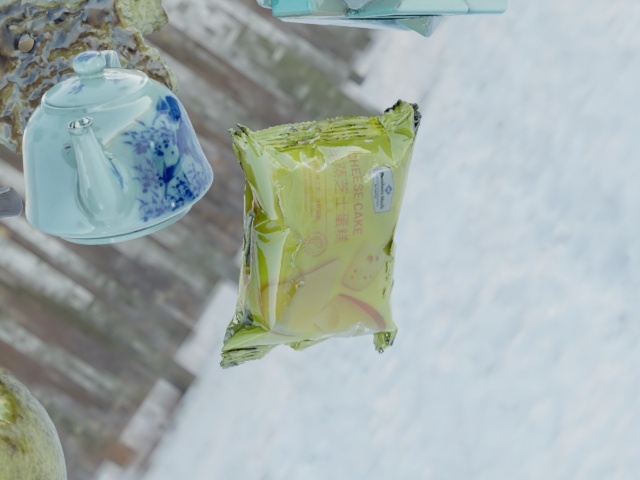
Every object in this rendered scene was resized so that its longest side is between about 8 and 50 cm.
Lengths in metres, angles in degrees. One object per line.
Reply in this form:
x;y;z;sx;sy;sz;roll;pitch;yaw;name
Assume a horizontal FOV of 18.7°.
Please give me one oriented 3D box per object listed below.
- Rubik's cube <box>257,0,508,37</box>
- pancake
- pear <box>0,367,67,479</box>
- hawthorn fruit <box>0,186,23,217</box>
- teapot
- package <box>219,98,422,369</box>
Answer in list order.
0.043;-0.294;1.734;0.213;0.265;0.224;4;96;54;Rubik's cube
-0.261;-0.184;1.898;0.212;0.257;0.056;-61;4;0;pancake
-0.299;0.182;1.534;0.197;0.197;0.197;-55;5;8;pear
-0.385;-0.019;1.231;0.308;0.325;0.308;-33;-34;-26;hawthorn fruit
-0.175;-0.088;1.593;0.159;0.159;0.232;-54;15;18;teapot
0.000;0.000;1.566;0.090;0.168;0.226;-136;44;-55;package
